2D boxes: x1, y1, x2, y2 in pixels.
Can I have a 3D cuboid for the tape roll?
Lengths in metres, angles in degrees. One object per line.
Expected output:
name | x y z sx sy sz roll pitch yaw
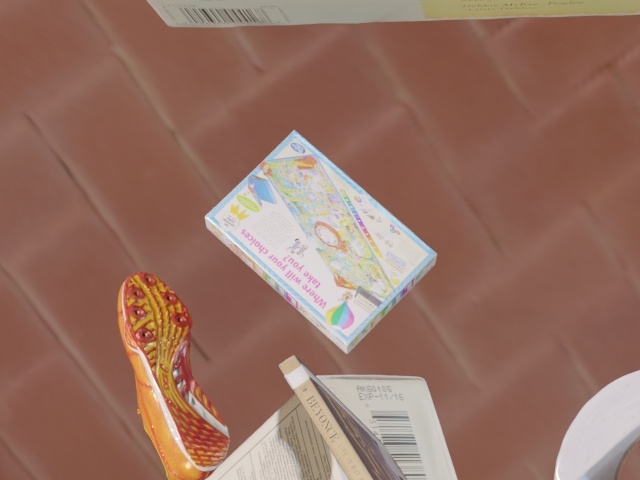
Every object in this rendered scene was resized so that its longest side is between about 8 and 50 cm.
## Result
tape roll | 0.312 0.217 1.575 0.219 0.072 0.219 -2 81 10

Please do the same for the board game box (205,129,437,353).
board game box | 0.000 0.000 1.428 0.154 0.026 0.103 42 75 14

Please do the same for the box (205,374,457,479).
box | -0.017 0.253 1.617 0.121 0.311 0.148 3 58 -34

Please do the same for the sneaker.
sneaker | -0.126 0.107 1.414 0.064 0.067 0.175 -2 64 -35

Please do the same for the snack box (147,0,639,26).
snack box | 0.083 -0.128 0.648 0.322 0.187 0.060 -1 83 6

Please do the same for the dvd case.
dvd case | 0.059 0.188 1.200 0.018 0.221 0.164 -37 144 3
